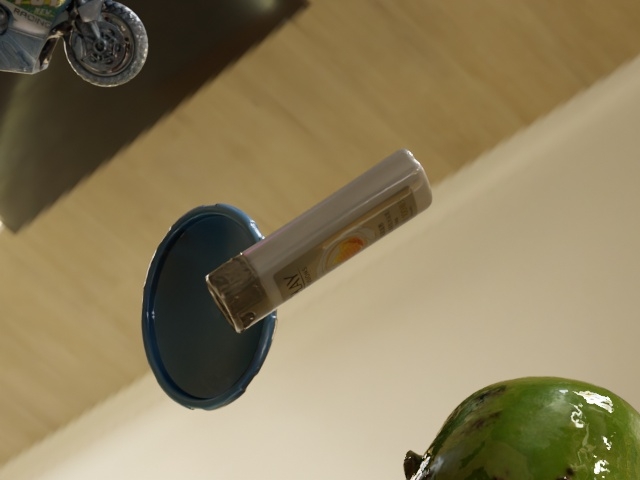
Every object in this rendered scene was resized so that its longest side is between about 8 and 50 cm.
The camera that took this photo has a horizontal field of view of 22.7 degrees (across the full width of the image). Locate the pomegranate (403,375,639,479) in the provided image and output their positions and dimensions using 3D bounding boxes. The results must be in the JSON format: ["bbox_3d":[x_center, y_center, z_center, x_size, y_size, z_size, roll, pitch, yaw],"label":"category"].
[{"bbox_3d":[0.203,0.230,1.207,0.236,0.302,0.236,-163,-90,-86],"label":"pomegranate"}]

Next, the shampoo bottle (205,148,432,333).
[{"bbox_3d":[0.000,0.000,1.510,0.227,0.086,0.056,-33,-117,-11],"label":"shampoo bottle"}]

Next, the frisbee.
[{"bbox_3d":[-0.122,0.077,1.846,0.242,0.045,0.242,-8,-101,47],"label":"frisbee"}]

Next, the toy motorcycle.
[{"bbox_3d":[-0.257,-0.197,1.255,0.092,0.254,0.136,-53,148,-73],"label":"toy motorcycle"}]
